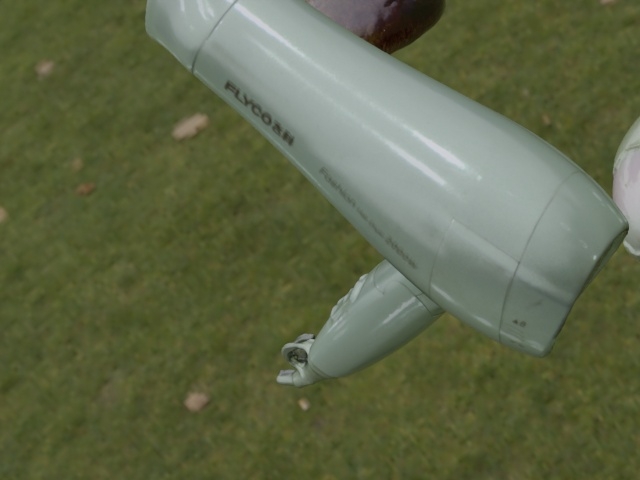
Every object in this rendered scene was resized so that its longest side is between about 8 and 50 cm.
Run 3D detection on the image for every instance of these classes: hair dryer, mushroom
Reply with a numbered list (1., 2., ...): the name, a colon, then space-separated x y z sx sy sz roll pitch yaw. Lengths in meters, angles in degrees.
1. hair dryer: 0.000 0.000 0.633 0.075 0.206 0.237 -49 -8 -33
2. mushroom: 0.028 -0.248 1.586 0.194 0.138 0.231 -35 9 16

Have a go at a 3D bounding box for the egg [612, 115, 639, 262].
1. egg: 0.378 -0.055 1.451 0.183 0.183 0.217 1 46 46
